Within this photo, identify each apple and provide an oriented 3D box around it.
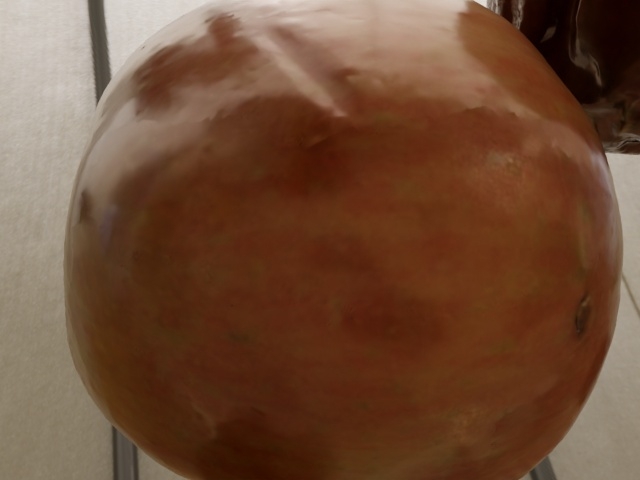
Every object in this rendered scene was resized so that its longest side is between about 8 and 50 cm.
[{"bbox_3d":[0.000,0.000,0.510,0.347,0.391,0.391,-3,-71,-2],"label":"apple"}]

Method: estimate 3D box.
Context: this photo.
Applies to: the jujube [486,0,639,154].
[{"bbox_3d":[0.275,-0.230,0.546,0.277,0.276,0.377,-14,-39,-4],"label":"jujube"}]
